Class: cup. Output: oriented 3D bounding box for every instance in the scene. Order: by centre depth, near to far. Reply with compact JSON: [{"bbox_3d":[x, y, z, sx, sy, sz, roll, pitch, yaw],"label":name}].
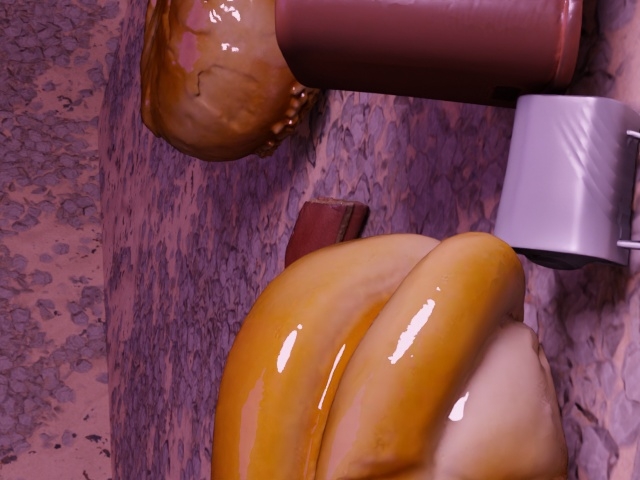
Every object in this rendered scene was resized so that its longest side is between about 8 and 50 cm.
[{"bbox_3d":[0.207,-0.041,0.857,0.128,0.095,0.130,7,88,33],"label":"cup"}]

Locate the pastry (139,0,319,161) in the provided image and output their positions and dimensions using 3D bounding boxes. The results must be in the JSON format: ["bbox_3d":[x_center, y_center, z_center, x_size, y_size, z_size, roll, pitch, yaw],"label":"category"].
[{"bbox_3d":[-0.114,-0.300,1.572,0.409,0.245,0.410,-170,90,-69],"label":"pastry"}]

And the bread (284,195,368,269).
[{"bbox_3d":[-0.001,0.000,1.432,0.119,0.067,0.192,-110,33,-50],"label":"bread"}]

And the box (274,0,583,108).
[{"bbox_3d":[0.093,-0.291,0.922,0.239,0.229,0.340,21,-107,-85],"label":"box"}]

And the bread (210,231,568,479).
[{"bbox_3d":[0.091,0.205,0.894,0.245,0.329,0.424,-4,92,35],"label":"bread"}]
